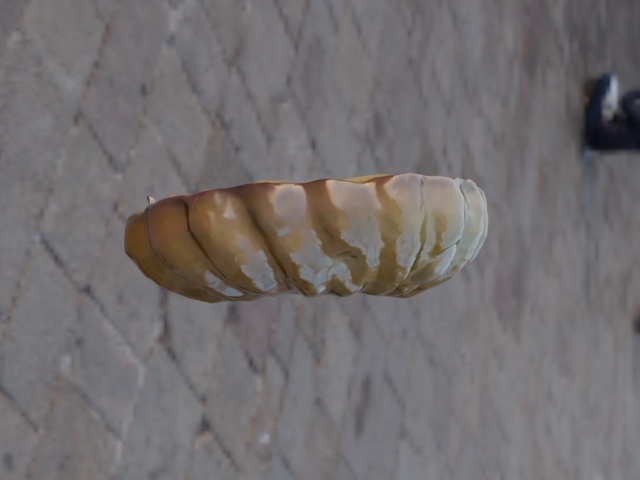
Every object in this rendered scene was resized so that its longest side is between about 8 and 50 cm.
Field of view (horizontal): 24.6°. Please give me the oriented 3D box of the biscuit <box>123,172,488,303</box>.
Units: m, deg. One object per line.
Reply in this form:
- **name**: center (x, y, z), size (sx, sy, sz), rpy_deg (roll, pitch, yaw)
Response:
- **biscuit**: center (0.000, 0.000, 0.708), size (0.118, 0.183, 0.061), rpy_deg (167, -80, -76)
